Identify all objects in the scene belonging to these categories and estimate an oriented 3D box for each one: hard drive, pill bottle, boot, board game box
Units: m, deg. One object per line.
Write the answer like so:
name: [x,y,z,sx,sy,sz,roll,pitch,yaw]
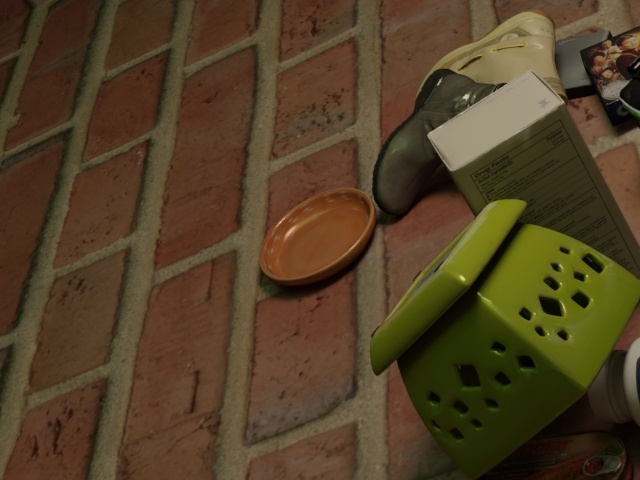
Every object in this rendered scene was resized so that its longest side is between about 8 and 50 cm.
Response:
hard drive: [0.392,-0.268,2.424,0.094,0.022,0.135,-9,39,34]
pill bottle: [0.401,0.158,1.761,0.186,0.112,0.112,-8,40,35]
boot: [0.179,-0.137,2.315,0.161,0.083,0.247,29,92,54]
board game box: [0.511,-0.268,2.277,0.243,0.042,0.165,-23,34,8]
boot: [0.259,-0.212,2.400,0.262,0.095,0.203,-32,41,27]

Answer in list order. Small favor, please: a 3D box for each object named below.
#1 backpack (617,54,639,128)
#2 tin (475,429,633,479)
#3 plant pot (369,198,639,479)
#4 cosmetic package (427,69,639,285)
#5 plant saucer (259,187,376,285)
backpack: [0.536,-0.171,2.006,0.225,0.191,0.253,-41,25,-7]
tin: [0.267,0.272,1.801,0.189,0.040,0.106,-12,42,32]
plant pot: [0.203,0.099,1.817,0.228,0.207,0.227,-49,0,42]
cosmetic package: [0.277,-0.036,1.942,0.160,0.309,0.113,-31,30,3]
plant saucer: [0.000,0.000,2.402,0.200,0.037,0.200,-23,34,17]
